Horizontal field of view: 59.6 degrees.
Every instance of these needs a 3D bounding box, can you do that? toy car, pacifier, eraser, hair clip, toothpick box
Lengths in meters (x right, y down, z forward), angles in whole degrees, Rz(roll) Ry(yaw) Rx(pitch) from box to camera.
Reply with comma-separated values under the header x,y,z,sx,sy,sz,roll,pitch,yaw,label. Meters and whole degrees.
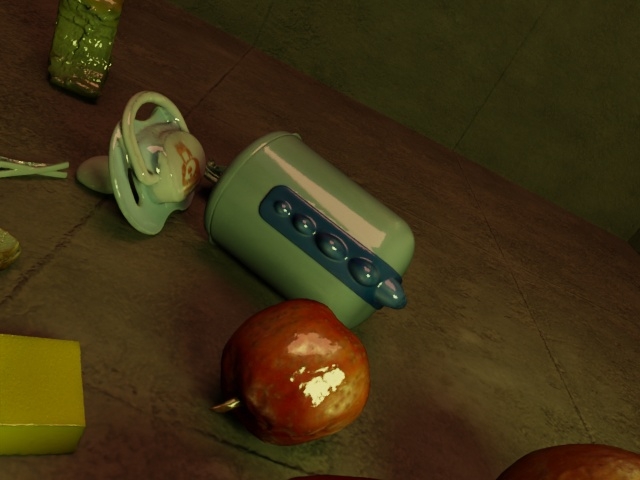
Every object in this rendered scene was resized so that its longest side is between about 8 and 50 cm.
x,y,z,sx,sy,sz,roll,pitch,yaw,label
-0.187,-0.123,1.177,0.093,0.058,0.186,37,15,15,toy car
-0.324,-0.135,0.972,0.207,0.227,0.279,-7,21,15,pacifier
-0.302,0.157,0.580,0.097,0.045,0.122,11,30,-34,eraser
-0.473,-0.122,0.914,0.115,0.030,0.039,-2,39,-47,hair clip
0.000,0.000,0.941,0.355,0.263,0.263,38,27,13,toothpick box

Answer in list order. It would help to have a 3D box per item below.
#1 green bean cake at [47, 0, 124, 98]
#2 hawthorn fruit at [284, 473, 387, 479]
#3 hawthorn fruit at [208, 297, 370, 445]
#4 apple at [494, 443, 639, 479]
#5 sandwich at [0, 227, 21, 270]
x,y,z,sx,sy,sz,roll,pitch,yaw,label
-0.517,-0.461,1.241,0.124,0.236,0.233,15,28,-22,green bean cake
0.006,0.303,0.397,0.300,0.275,0.275,4,5,42,hawthorn fruit
-0.044,0.169,0.687,0.200,0.179,0.179,-19,53,-41,hawthorn fruit
0.267,0.347,0.549,0.302,0.301,0.301,24,27,-13,apple
-0.442,0.010,0.706,0.093,0.035,0.105,34,26,10,sandwich
